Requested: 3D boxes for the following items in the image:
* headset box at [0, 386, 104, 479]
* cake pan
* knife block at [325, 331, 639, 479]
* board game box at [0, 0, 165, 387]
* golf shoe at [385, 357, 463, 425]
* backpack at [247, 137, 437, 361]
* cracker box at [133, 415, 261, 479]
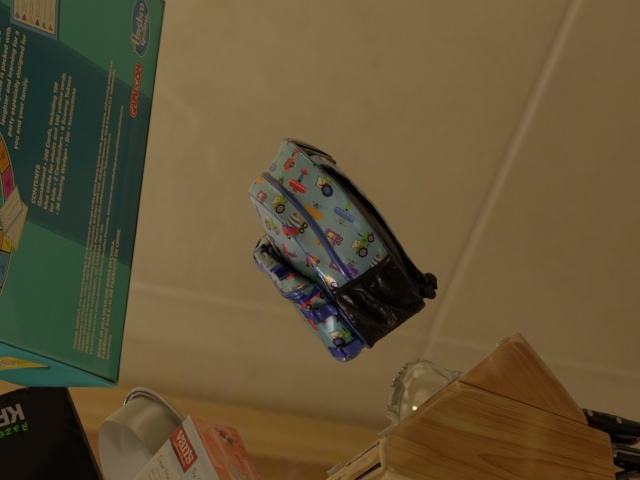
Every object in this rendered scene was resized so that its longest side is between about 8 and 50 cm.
[{"bbox_3d":[-0.241,0.272,0.908,0.246,0.131,0.283,-18,-125,-16],"label":"headset box"},{"bbox_3d":[-0.184,0.321,1.630,0.054,0.293,0.293,-24,-138,-28],"label":"cake pan"},{"bbox_3d":[0.161,0.204,0.989,0.242,0.088,0.276,52,-138,8],"label":"knife block"},{"bbox_3d":[-0.216,-0.079,0.703,0.079,0.253,0.336,-4,162,27],"label":"board game box"},{"bbox_3d":[0.135,0.157,1.321,0.086,0.069,0.176,12,-177,37],"label":"golf shoe"},{"bbox_3d":[0.000,0.000,1.197,0.173,0.117,0.158,53,176,-33],"label":"backpack"},{"bbox_3d":[-0.141,0.301,1.262,0.067,0.232,0.155,23,-154,-41],"label":"cracker box"}]
